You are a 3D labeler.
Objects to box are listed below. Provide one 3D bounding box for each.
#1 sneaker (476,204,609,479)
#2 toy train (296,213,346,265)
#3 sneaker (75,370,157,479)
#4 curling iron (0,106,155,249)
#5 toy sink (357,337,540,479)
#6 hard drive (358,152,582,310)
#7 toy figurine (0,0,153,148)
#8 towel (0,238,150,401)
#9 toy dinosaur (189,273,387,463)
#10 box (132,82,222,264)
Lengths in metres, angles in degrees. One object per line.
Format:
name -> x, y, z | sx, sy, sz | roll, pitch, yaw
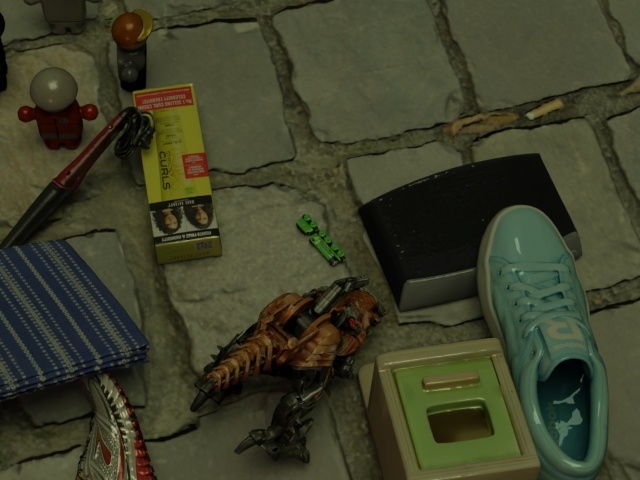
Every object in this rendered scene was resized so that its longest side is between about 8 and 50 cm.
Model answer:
sneaker -> 0.280, 0.117, 1.757 | 0.135, 0.150, 0.365 | -6, 73, -15
toy train -> 0.000, 0.000, 1.903 | 0.024, 0.017, 0.083 | -39, 71, -10
sneaker -> -0.247, 0.247, 1.721 | 0.093, 0.088, 0.225 | -18, 63, -6
curling iron -> -0.314, -0.070, 1.874 | 0.274, 0.035, 0.068 | -42, 42, -5
toy sink -> 0.142, 0.199, 1.718 | 0.153, 0.131, 0.234 | -6, 51, -9
hard drive -> 0.193, -0.020, 1.903 | 0.255, 0.054, 0.172 | -16, 65, -11
toy figurine -> -0.339, -0.251, 1.938 | 0.213, 0.148, 0.209 | 42, 68, 17
towel -> -0.396, 0.105, 1.727 | 0.336, 0.040, 0.243 | -14, 44, -33
toy dinosaur -> -0.042, 0.124, 1.716 | 0.322, 0.218, 0.164 | 10, 33, -45
box -> -0.185, -0.087, 1.912 | 0.087, 0.058, 0.232 | -8, 63, -6
